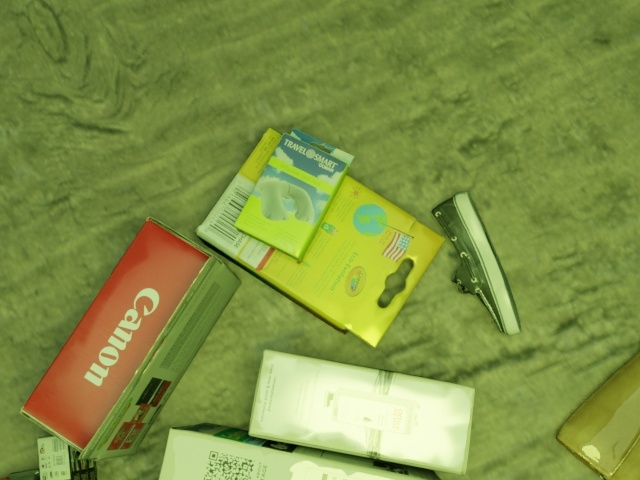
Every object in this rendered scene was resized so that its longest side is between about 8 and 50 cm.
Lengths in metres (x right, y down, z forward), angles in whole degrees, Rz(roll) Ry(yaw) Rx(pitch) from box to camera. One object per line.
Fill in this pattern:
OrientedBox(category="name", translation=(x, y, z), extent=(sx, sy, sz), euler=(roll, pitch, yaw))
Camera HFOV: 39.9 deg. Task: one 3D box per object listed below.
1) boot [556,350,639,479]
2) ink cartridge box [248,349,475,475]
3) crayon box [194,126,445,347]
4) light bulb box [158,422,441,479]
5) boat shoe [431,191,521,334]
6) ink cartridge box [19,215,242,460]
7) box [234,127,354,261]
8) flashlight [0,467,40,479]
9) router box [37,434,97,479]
OrientedBox(category="boot", translation=(0.514, 0.258, 1.263), extent=(0.236, 0.089, 0.269), euler=(38, 83, 19))
OrientedBox(category="ink cartridge box", translation=(0.058, 0.233, 1.219), extent=(0.283, 0.207, 0.117), euler=(10, 81, 3))
OrientedBox(category="crayon box", translation=(0.000, 0.000, 1.329), extent=(0.319, 0.081, 0.202), euler=(33, 82, 9))
OrientedBox(category="light bulb box", translation=(-0.047, 0.452, 1.172), extent=(0.361, 0.225, 0.357), euler=(11, 80, 5))
OrientedBox(category="boat shoe", translation=(0.229, 0.041, 1.320), extent=(0.076, 0.080, 0.228), euler=(-24, 82, 15))
OrientedBox(category="ink cartridge box", translation=(-0.256, 0.136, 1.216), extent=(0.130, 0.272, 0.309), euler=(31, 81, 7))
OrientedBox(category="box", translation=(-0.036, -0.072, 1.282), extent=(0.109, 0.042, 0.178), euler=(26, 82, 7))
OrientedBox(category="flashlight", translation=(-0.540, 0.404, 1.269), extent=(0.304, 0.103, 0.103), euler=(-12, 113, 4))
OrientedBox(category="router box", translation=(-0.352, 0.364, 1.246), extent=(0.046, 0.133, 0.178), euler=(-8, 79, 0))
